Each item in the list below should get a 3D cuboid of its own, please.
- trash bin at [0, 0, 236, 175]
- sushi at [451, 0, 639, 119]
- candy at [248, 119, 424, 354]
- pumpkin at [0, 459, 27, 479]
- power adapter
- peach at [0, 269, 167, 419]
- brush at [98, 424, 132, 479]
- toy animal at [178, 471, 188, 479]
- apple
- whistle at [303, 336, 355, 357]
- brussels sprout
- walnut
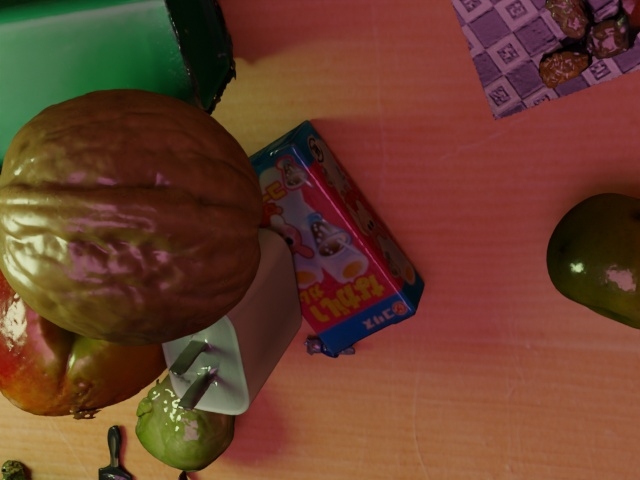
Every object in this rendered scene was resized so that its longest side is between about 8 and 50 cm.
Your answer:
[{"bbox_3d":[-0.324,-0.230,1.679,0.381,0.259,0.295,-8,118,15],"label":"trash bin"},{"bbox_3d":[0.317,-0.269,1.592,0.279,0.043,0.192,-16,111,22],"label":"sushi"},{"bbox_3d":[0.000,0.000,1.790,0.157,0.100,0.306,-30,104,27],"label":"candy"},{"bbox_3d":[-0.538,0.525,2.154,0.296,0.296,0.296,7,118,13],"label":"pumpkin"},{"bbox_3d":[-0.131,0.123,1.699,0.124,0.255,0.187,5,125,22],"label":"power adapter"},{"bbox_3d":[-0.341,0.078,1.790,0.290,0.372,0.372,-2,119,-14],"label":"peach"},{"bbox_3d":[-0.350,0.389,2.135,0.063,0.016,0.193,10,119,10],"label":"brush"},{"bbox_3d":[-0.214,0.489,2.105,0.105,0.070,0.202,-29,91,11],"label":"toy animal"},{"bbox_3d":[0.395,0.025,1.643,0.196,0.196,0.157,19,81,6],"label":"apple"},{"bbox_3d":[0.014,0.165,1.909,0.083,0.029,0.033,5,127,25],"label":"whistle"},{"bbox_3d":[-0.203,0.283,1.979,0.145,0.131,0.183,42,122,18],"label":"brussels sprout"},{"bbox_3d":[-0.232,-0.029,1.506,0.333,0.333,0.333,7,118,13],"label":"walnut"}]
